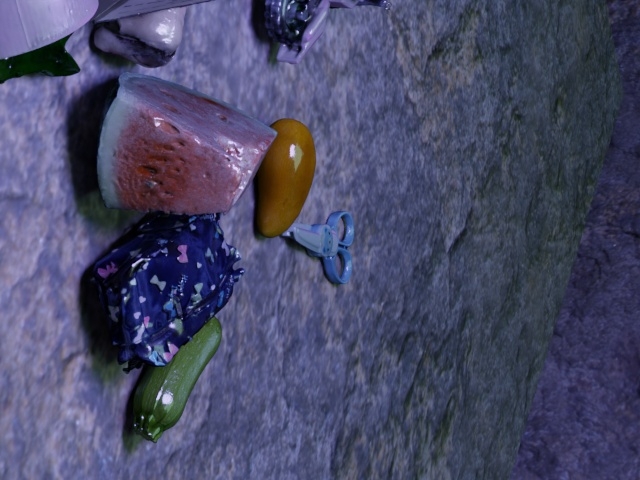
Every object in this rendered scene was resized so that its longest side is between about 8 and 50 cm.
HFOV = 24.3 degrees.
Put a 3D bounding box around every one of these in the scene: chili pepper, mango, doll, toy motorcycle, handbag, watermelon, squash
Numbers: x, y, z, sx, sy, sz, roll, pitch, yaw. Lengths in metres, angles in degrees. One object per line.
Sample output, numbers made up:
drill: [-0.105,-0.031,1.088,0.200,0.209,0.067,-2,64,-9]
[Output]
chili pepper: [-0.333,-0.225,1.682,0.224,0.061,0.098,-27,110,-59]
mango: [-0.054,-0.094,2.261,0.102,0.085,0.184,-7,104,-64]
doll: [-0.216,-0.311,1.875,0.149,0.095,0.192,19,72,-50]
toy motorcycle: [0.016,-0.392,2.315,0.327,0.143,0.188,-58,143,-34]
handbag: [-0.199,0.056,1.935,0.260,0.113,0.162,-48,128,-51]
watermelon: [-0.164,-0.097,1.894,0.318,0.226,0.148,7,113,-54]
squash: [-0.195,0.177,2.004,0.077,0.068,0.219,75,31,-43]

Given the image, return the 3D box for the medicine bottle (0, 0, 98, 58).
medicine bottle: [-0.345,-0.344,1.429,0.241,0.241,0.302,-52,137,-51]

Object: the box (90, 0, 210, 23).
box: [-0.152,-0.385,1.790,0.333,0.145,0.173,-20,87,-41]

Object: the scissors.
scissors: [0.000,0.000,2.445,0.256,0.030,0.125,19,74,-66]
